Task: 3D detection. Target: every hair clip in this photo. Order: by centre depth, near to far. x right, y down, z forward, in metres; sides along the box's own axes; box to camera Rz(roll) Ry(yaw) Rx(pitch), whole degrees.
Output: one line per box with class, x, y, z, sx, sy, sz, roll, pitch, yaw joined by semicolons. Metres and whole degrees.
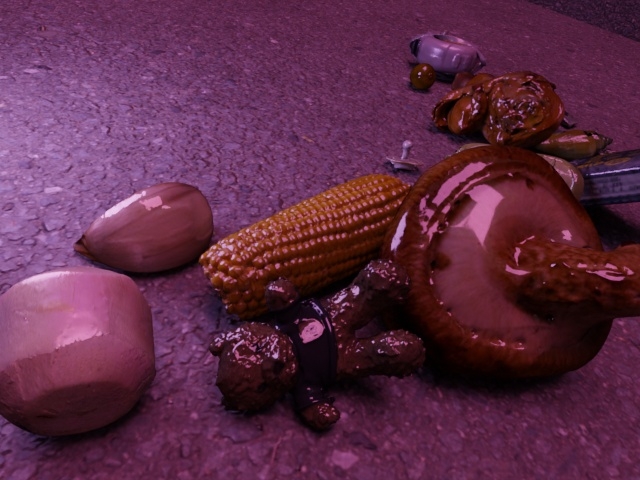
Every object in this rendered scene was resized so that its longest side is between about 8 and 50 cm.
hair clip;0.675;-0.274;1.307;0.229;0.036;0.066;33;48;14

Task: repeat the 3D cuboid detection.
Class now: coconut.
coconut;-0.269;0.105;0.527;0.171;0.170;0.182;-10;48;-24

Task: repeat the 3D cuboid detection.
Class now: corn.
corn;0.000;0.000;0.739;0.387;0.143;0.144;-24;52;-31

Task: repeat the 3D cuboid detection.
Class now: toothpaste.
toothpaste;0.667;-0.407;1.460;0.060;0.038;0.233;-19;52;-29

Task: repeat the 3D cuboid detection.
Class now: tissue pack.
tissue pack;0.602;-0.131;0.978;0.185;0.081;0.257;-23;12;-36

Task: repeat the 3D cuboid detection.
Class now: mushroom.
mushroom;0.255;0.027;0.653;0.346;0.259;0.345;2;80;-12

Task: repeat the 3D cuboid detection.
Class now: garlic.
garlic;-0.248;-0.022;0.714;0.207;0.115;0.128;-20;56;-29

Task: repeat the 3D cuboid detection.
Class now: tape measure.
tape measure;0.392;-0.588;1.532;0.197;0.120;0.236;-20;45;-40

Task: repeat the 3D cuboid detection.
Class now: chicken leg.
chicken leg;0.409;-0.362;1.264;0.295;0.181;0.409;-12;36;-5

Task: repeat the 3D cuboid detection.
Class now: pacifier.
pacifier;0.185;-0.187;1.057;0.083;0.064;0.068;7;23;-7

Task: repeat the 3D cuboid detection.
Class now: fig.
fig;0.293;-0.477;1.418;0.074;0.073;0.088;-10;19;-25

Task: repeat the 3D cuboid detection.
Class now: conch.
conch;0.639;-0.245;1.242;0.201;0.079;0.095;10;21;10

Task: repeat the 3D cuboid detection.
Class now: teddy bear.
teddy bear;-0.002;0.131;0.589;0.252;0.129;0.181;-15;75;-7

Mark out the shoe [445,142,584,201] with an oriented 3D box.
shoe;0.375;-0.111;0.974;0.262;0.139;0.128;26;32;23
